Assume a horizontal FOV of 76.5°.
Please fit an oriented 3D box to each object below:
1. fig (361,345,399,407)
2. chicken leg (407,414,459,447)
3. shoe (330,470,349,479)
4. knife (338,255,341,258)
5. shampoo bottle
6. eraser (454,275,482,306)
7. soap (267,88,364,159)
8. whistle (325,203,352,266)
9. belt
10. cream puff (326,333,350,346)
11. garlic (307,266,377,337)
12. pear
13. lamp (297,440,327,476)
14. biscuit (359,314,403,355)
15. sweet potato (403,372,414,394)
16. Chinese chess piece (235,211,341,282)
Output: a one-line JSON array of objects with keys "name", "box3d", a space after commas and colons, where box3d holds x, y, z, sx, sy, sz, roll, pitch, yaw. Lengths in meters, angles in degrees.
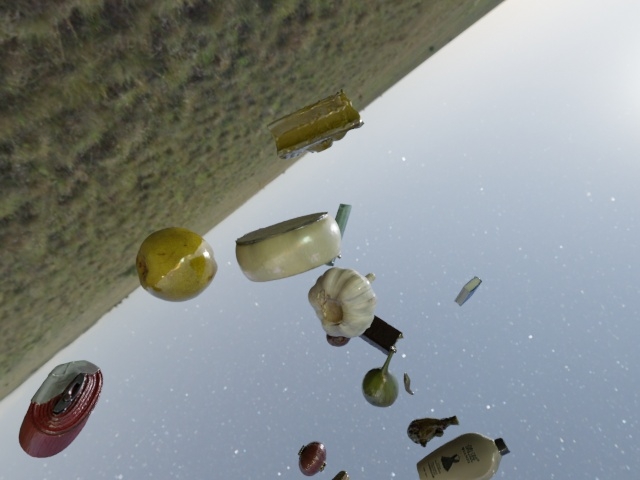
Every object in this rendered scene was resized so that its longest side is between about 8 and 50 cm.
[{"name": "fig", "box3d": [0.245, 0.517, 1.517, 0.151, 0.151, 0.259, -49, 162, -47]}, {"name": "chicken leg", "box3d": [0.357, 0.599, 1.287, 0.178, 0.070, 0.093, -28, -148, 20]}, {"name": "shoe", "box3d": [0.076, 0.953, 1.568, 0.072, 0.069, 0.109, -22, -169, 34]}, {"name": "knife", "box3d": [-0.001, 0.001, 1.659, 0.022, 0.256, 0.046, -37, -144, 17]}, {"name": "shampoo bottle", "box3d": [0.396, 0.611, 1.122, 0.256, 0.078, 0.127, -30, -142, 13]}, {"name": "eraser", "box3d": [0.430, 0.148, 1.180, 0.063, 0.027, 0.085, -32, 151, -25]}, {"name": "soap", "box3d": [0.017, -0.432, 1.528, 0.338, 0.169, 0.304, -17, -168, 22]}, {"name": "whistle", "box3d": [0.074, -0.034, 1.795, 0.062, 0.062, 0.312, -22, -137, 53]}, {"name": "belt", "box3d": [-0.592, 0.377, 0.939, 0.124, 0.128, 0.201, -52, -161, 27]}, {"name": "cream puff", "box3d": [0.096, 0.431, 1.899, 0.149, 0.149, 0.084, -42, -146, -23]}, {"name": "garlic", "box3d": [0.087, 0.151, 1.133, 0.199, 0.199, 0.226, -28, 180, 40]}, {"name": "pear", "box3d": [-0.381, 0.067, 1.093, 0.208, 0.209, 0.209, -36, -169, 8]}, {"name": "lamp", "box3d": [-0.024, 0.662, 1.233, 0.101, 0.090, 0.101, -57, 172, -12]}, {"name": "biscuit", "box3d": [0.217, 0.370, 1.690, 0.106, 0.252, 0.070, -52, 160, -22]}, {"name": "sweet potato", "box3d": [0.462, 0.765, 2.149, 0.041, 0.153, 0.038, -18, -162, 2]}, {"name": "Chinese chess piece", "box3d": [-0.081, 0.011, 1.028, 0.269, 0.112, 0.270, -15, -170, 3]}]
